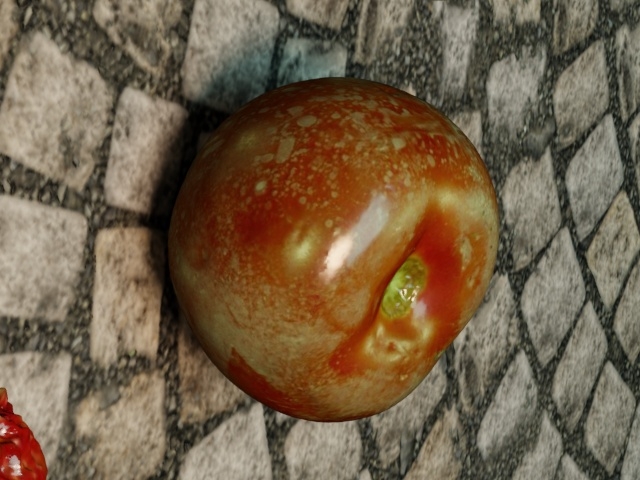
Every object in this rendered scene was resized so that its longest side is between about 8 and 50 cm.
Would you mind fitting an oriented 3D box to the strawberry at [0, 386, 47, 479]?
[{"bbox_3d":[-0.271,0.194,1.216,0.205,0.205,0.244,-52,159,-37],"label":"strawberry"}]

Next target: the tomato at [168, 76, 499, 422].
[{"bbox_3d":[0.000,0.000,1.519,0.270,0.222,0.270,-27,133,-33],"label":"tomato"}]
